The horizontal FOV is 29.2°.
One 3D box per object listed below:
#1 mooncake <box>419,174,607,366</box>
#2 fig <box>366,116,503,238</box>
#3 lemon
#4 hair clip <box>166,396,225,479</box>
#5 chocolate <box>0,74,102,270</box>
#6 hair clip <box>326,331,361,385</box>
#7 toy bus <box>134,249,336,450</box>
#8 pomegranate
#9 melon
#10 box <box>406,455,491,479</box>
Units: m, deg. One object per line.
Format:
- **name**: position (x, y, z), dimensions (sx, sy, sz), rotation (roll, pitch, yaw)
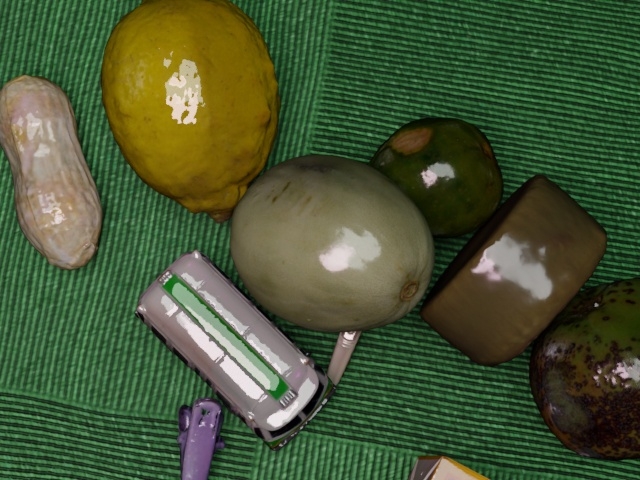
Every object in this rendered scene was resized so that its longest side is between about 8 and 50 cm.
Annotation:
- **mooncake**: position (0.282, 0.050, 1.776), dimensions (0.155, 0.284, 0.284), rotation (42, 81, 1)
- **fig**: position (0.152, -0.091, 1.864), dimensions (0.245, 0.195, 0.195), rotation (-11, 79, 30)
- **lemon**: position (-0.192, -0.208, 1.810), dimensions (0.285, 0.285, 0.316), rotation (6, 65, -1)
- **hair clip**: position (-0.181, 0.364, 1.806), dimensions (0.137, 0.090, 0.278), rotation (10, 89, -14)
- **chocolate**: position (-0.412, -0.106, 1.851), dimensions (0.134, 0.134, 0.309), rotation (-17, 83, -5)
- **hair clip**: position (0.056, 0.114, 1.861), dimensions (0.034, 0.072, 0.226), rotation (22, 81, 5)
- **toy bus**: position (-0.124, 0.156, 1.791), dimensions (0.305, 0.179, 0.143), rotation (45, 81, 5)
- **pomegranate**: position (0.462, 0.225, 1.784), dimensions (0.285, 0.285, 0.341), rotation (-39, 110, -8)
- **melon**: position (0.013, 0.004, 1.737), dimensions (0.308, 0.272, 0.272), rotation (9, 79, 15)
- **box**: position (0.181, 0.468, 1.709), dimensions (0.214, 0.259, 0.283), rotation (28, 81, 4)
